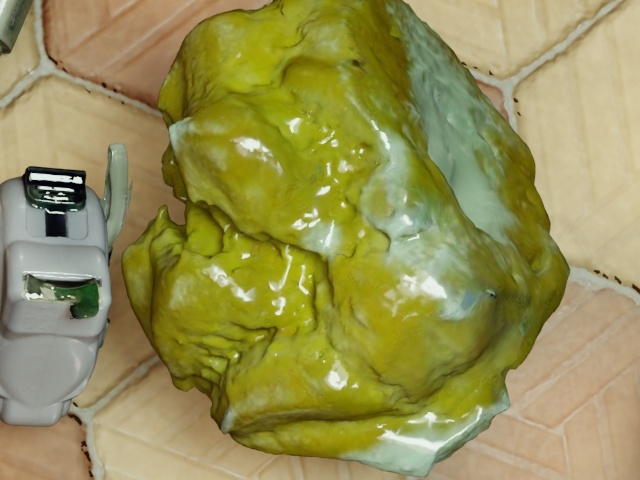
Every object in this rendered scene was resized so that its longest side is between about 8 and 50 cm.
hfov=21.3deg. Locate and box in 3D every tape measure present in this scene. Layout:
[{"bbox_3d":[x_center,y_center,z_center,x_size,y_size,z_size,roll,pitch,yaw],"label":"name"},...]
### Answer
[{"bbox_3d":[-0.206,0.035,1.307,0.105,0.196,0.178,3,56,-16],"label":"tape measure"}]

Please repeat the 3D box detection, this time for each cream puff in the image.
[{"bbox_3d":[0.000,0.000,1.273,0.275,0.378,0.378,-30,85,26],"label":"cream puff"}]

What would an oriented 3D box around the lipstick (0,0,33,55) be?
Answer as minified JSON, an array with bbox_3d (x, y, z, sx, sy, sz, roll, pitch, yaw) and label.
[{"bbox_3d":[-0.285,-0.174,1.379,0.079,0.077,0.252,21,83,0],"label":"lipstick"}]
